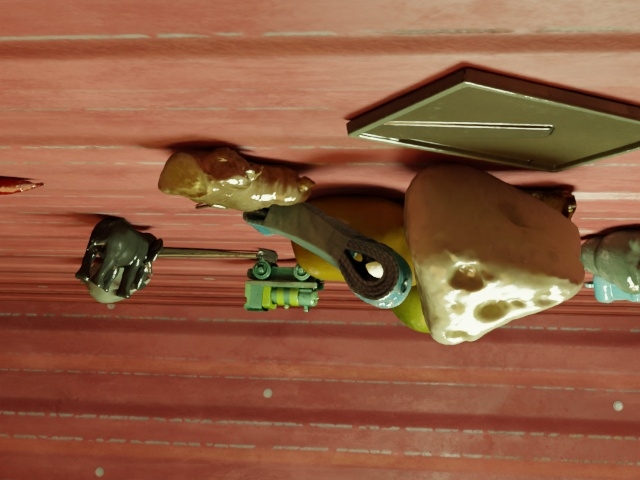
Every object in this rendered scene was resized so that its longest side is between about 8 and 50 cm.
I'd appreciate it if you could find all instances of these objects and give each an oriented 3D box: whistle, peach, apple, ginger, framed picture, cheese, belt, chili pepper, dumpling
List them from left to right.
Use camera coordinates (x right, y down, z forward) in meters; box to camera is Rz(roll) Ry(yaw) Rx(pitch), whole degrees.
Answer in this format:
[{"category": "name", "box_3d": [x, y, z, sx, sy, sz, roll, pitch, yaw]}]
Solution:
[{"category": "chili pepper", "box_3d": [-0.524, -0.086, 1.506, 0.178, 0.027, 0.045, 2, 171, -9]}, {"category": "dumpling", "box_3d": [-0.530, 0.090, 2.464, 0.219, 0.152, 0.108, 13, 136, 38]}, {"category": "ginger", "box_3d": [-0.117, -0.080, 1.324, 0.137, 0.074, 0.213, -6, 174, 42]}, {"category": "belt", "box_3d": [0.000, 0.000, 1.385, 0.302, 0.087, 0.072, 32, -172, 29]}, {"category": "peach", "box_3d": [0.070, 0.001, 1.581, 0.251, 0.153, 0.251, 15, -178, 0]}, {"category": "apple", "box_3d": [0.229, 0.096, 2.006, 0.196, 0.196, 0.157, 0, 152, 11]}, {"category": "cheese", "box_3d": [0.190, 0.021, 1.314, 0.248, 0.173, 0.251, 35, 130, -24]}, {"category": "framed picture", "box_3d": [0.224, -0.128, 1.093, 0.324, 0.020, 0.240, 7, 170, -26]}, {"category": "whistle", "box_3d": [0.737, 0.090, 2.161, 0.274, 0.093, 0.186, -5, -165, 24]}]

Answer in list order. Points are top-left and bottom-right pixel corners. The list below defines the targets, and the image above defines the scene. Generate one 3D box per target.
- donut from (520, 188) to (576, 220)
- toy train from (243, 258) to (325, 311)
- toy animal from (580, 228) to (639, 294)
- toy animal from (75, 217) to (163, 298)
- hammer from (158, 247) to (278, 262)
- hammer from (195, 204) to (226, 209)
[{"category": "donut", "box_3d": [0.272, -0.027, 1.483, 0.230, 0.096, 0.216, 5, 170, -24]}, {"category": "toy train", "box_3d": [-0.085, 0.112, 2.341, 0.200, 0.132, 0.083, 1, 172, 20]}, {"category": "toy animal", "box_3d": [0.550, 0.024, 1.814, 0.108, 0.138, 0.236, -35, -154, -11]}, {"category": "toy animal", "box_3d": [-0.384, 0.038, 1.887, 0.114, 0.146, 0.245, 20, 170, 7]}, {"category": "hammer", "box_3d": [-0.247, 0.033, 2.218, 0.297, 0.027, 0.125, 3, 172, 0]}, {"category": "hammer", "box_3d": [-0.190, -0.059, 1.641, 0.035, 0.019, 0.110, 7, 172, -29]}]
